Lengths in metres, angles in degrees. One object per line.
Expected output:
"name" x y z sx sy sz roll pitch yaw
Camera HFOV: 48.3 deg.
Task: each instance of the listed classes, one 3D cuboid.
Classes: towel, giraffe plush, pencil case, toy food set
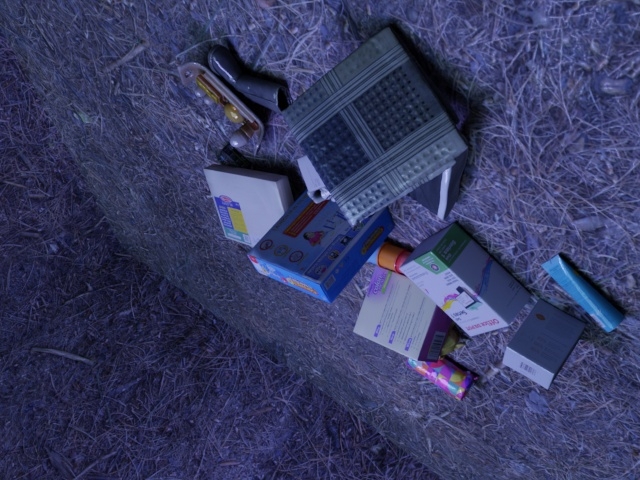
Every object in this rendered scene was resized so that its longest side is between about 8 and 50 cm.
"towel" 0.114 -0.236 1.511 0.324 0.056 0.312 -33 87 27
"giraffe plush" 0.359 0.294 2.180 0.182 0.210 0.171 19 176 36
"pencil case" 0.409 0.440 2.408 0.236 0.104 0.104 29 153 24
"toy food set" -0.281 -0.368 2.028 0.306 0.092 0.220 44 176 -5

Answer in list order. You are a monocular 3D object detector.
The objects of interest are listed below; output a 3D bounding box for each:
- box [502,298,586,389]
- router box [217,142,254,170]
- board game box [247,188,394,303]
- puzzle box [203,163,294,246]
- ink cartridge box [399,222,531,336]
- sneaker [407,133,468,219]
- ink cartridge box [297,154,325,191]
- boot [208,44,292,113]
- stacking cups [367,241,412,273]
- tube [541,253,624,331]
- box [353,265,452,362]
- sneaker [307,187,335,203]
"box" 0.554 0.256 1.771 0.130 0.170 0.091 31 152 25
"router box" -0.280 -0.254 2.366 0.122 0.038 0.092 44 156 -3
"board game box" 0.000 0.000 2.029 0.302 0.308 0.086 20 149 42
"puzzle box" -0.217 -0.102 2.323 0.409 0.052 0.271 16 129 47
"ink cartridge box" 0.374 0.109 1.868 0.278 0.117 0.201 43 156 -3
"sneaker" 0.245 -0.161 1.624 0.147 0.104 0.295 29 158 16
"ink cartridge box" 0.076 -0.199 1.685 0.220 0.160 0.092 -16 97 48
"boot" -0.185 -0.422 1.890 0.209 0.076 0.189 33 170 36
"stacking cups" 0.164 0.026 2.104 0.316 0.096 0.096 18 147 37
"tube" 0.598 0.119 1.631 0.207 0.052 0.080 45 152 7
"box" 0.251 0.214 2.087 0.243 0.213 0.117 19 -179 40
"sneaker" 0.068 -0.156 1.898 0.110 0.118 0.292 51 154 -15
